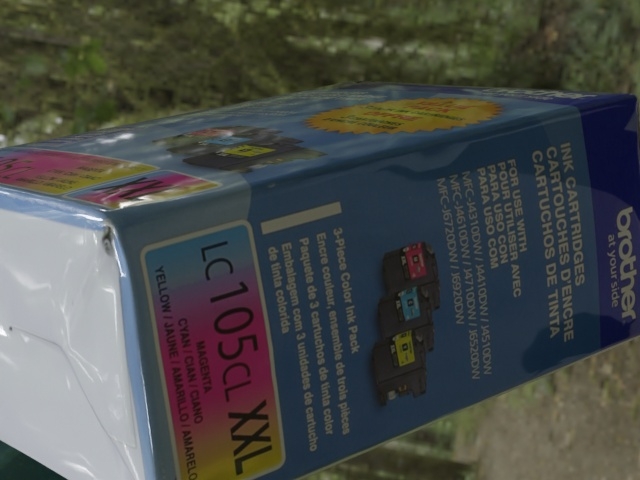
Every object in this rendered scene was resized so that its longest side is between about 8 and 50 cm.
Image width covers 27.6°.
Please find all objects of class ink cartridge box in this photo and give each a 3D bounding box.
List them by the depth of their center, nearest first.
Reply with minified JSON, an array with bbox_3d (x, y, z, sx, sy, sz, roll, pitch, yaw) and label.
[{"bbox_3d":[0.000,0.000,0.748,0.395,0.270,0.151,-14,-74,-36],"label":"ink cartridge box"}]

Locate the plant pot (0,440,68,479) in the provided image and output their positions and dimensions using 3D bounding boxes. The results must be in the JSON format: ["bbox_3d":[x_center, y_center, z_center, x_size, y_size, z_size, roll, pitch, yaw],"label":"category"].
[{"bbox_3d":[-0.317,0.155,0.945,0.341,0.334,0.341,-47,-4,-4],"label":"plant pot"}]
